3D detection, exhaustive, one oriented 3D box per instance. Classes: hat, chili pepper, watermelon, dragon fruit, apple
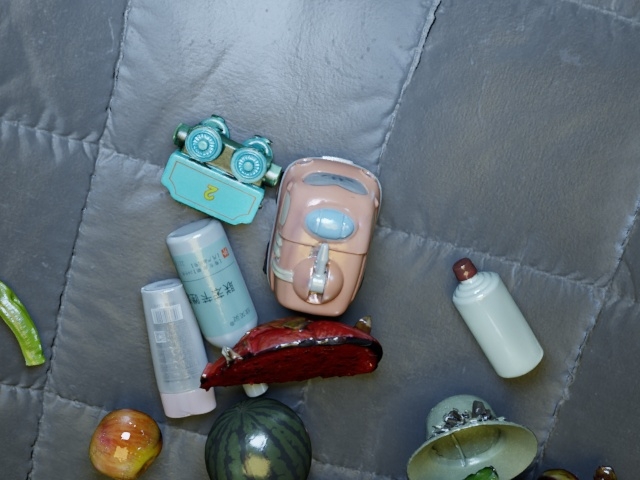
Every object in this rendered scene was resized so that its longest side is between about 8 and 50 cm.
[{"bbox_3d":[0.281,0.381,1.402,0.257,0.130,0.257,-6,132,-6],"label":"hat"},{"bbox_3d":[-0.590,0.153,1.374,0.052,0.050,0.202,-34,103,-31],"label":"chili pepper"},{"bbox_3d":[-0.117,0.412,1.367,0.212,0.212,0.212,0,104,-2],"label":"watermelon"},{"bbox_3d":[-0.024,0.189,1.283,0.343,0.282,0.100,4,67,-30],"label":"dragon fruit"},{"bbox_3d":[-0.376,0.399,1.389,0.146,0.146,0.146,0,104,-2],"label":"apple"}]

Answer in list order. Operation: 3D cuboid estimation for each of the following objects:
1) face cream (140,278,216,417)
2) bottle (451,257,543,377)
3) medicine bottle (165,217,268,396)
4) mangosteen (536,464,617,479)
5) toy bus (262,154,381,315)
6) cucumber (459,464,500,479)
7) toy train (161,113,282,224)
[{"bbox_3d":[-0.279,0.212,1.382,0.107,0.073,0.269,-9,104,4],"label":"face cream"},{"bbox_3d":[0.328,0.141,1.367,0.104,0.104,0.245,-32,102,6],"label":"bottle"},{"bbox_3d":[-0.180,0.136,1.346,0.110,0.110,0.352,-18,106,3],"label":"medicine bottle"},{"bbox_3d":[0.502,0.606,1.407,0.347,0.307,0.307,-44,103,-23],"label":"mangosteen"},{"bbox_3d":[0.000,0.000,1.262,0.194,0.232,0.288,12,105,-2],"label":"toy bus"},{"bbox_3d":[0.216,0.547,1.360,0.325,0.145,0.105,-34,79,3],"label":"cucumber"},{"bbox_3d":[-0.180,-0.125,1.284,0.203,0.112,0.163,25,107,-5],"label":"toy train"}]
